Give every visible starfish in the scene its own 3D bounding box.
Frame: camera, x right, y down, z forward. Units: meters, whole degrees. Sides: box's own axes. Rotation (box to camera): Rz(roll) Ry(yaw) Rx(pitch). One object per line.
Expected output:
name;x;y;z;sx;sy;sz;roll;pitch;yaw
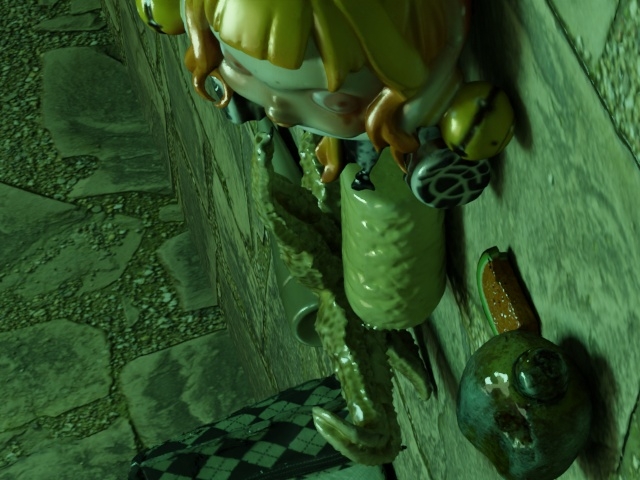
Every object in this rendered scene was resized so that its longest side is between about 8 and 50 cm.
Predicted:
starfish;0.000;0.000;1.879;0.324;0.082;0.432;-27;-80;-71

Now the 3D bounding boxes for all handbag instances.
handbag;-0.045;0.407;2.421;0.180;0.317;0.416;-136;30;-84

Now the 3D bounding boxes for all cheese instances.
cheese;0.066;-0.014;1.715;0.123;0.094;0.167;-97;3;-47

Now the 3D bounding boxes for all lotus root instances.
lotus root;0.157;0.123;1.454;0.113;0.088;0.192;53;164;16

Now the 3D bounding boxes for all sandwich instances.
sandwich;0.154;0.058;1.544;0.069;0.026;0.101;116;133;-70

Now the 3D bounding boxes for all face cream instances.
face cream;-0.030;-0.022;2.313;0.137;0.084;0.341;69;-177;-48

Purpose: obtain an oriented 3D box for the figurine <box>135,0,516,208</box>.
figurine;0.011;-0.171;1.431;0.320;0.196;0.323;23;160;16
